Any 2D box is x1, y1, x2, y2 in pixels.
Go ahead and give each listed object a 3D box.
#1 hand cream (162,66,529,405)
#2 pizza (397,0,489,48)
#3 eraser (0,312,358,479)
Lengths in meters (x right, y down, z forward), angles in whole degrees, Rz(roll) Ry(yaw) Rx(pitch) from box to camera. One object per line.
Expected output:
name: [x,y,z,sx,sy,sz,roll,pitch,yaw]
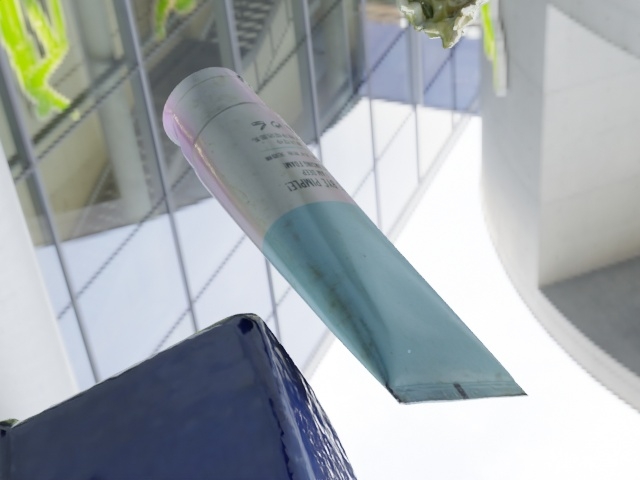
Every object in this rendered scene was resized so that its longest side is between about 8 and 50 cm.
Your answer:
hand cream: [0.000,0.000,0.727,0.111,0.070,0.312,7,-147,-42]
pizza: [0.092,-0.240,0.735,0.280,0.075,0.287,15,-113,8]
eraser: [-0.139,0.162,0.403,0.332,0.101,0.155,-27,-141,4]
